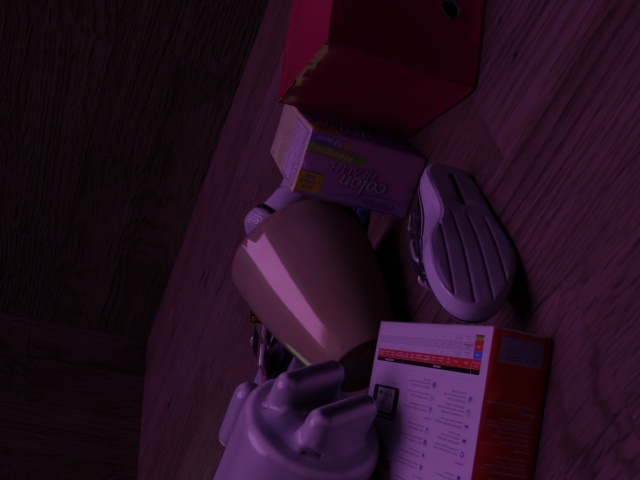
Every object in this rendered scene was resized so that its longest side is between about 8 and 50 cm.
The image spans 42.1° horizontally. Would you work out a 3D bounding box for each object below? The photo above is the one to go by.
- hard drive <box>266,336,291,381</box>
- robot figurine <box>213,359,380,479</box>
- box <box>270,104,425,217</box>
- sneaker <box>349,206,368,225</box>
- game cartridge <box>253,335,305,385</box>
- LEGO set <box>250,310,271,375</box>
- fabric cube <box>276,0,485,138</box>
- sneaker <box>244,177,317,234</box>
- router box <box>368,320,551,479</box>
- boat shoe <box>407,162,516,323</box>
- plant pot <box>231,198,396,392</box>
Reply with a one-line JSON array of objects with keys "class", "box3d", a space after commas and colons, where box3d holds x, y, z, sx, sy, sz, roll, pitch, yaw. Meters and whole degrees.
[{"class": "hard drive", "box3d": [-0.086, 0.234, 1.768, 0.094, 0.022, 0.135, -101, 30, -51]}, {"class": "robot figurine", "box3d": [-0.044, 0.337, 1.176, 0.300, 0.200, 0.353, 46, 126, 36]}, {"class": "box", "box3d": [0.041, -0.155, 1.511, 0.243, 0.213, 0.117, -117, 43, -64]}, {"class": "sneaker", "box3d": [0.000, 0.000, 1.622, 0.232, 0.090, 0.081, -54, 22, -5]}, {"class": "game cartridge", "box3d": [-0.081, 0.294, 1.832, 0.196, 0.060, 0.294, -112, 38, -54]}, {"class": "LEGO set", "box3d": [-0.103, 0.155, 1.698, 0.244, 0.060, 0.182, 82, -169, -63]}, {"class": "fabric cube", "box3d": [0.100, -0.356, 1.409, 0.259, 0.258, 0.254, 149, 133, -66]}, {"class": "sneaker", "box3d": [-0.042, -0.024, 1.797, 0.210, 0.137, 0.366, -50, -19, -16]}, {"class": "router box", "box3d": [0.153, 0.261, 1.093, 0.335, 0.082, 0.301, 169, 112, -71]}, {"class": "boat shoe", "box3d": [0.186, 0.021, 1.149, 0.335, 0.121, 0.119, -85, 9, -57]}, {"class": "plant pot", "box3d": [0.016, 0.114, 1.407, 0.274, 0.256, 0.256, 58, 135, 41]}]
